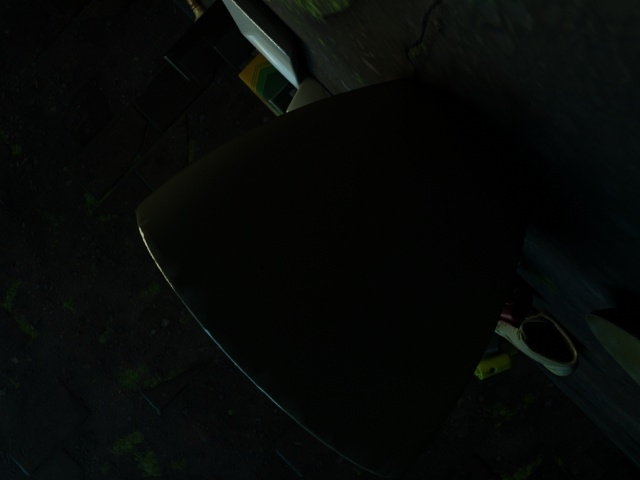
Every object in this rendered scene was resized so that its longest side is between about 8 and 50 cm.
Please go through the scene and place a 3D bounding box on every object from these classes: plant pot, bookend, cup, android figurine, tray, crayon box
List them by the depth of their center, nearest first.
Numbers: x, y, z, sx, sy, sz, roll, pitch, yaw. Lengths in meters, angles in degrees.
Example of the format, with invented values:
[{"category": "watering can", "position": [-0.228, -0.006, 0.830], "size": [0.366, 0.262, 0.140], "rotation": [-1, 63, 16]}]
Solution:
[{"category": "plant pot", "position": [0.316, 0.134, 0.493], "size": [0.236, 0.032, 0.236], "rotation": [45, -175, -5]}, {"category": "cup", "position": [0.043, 0.000, 0.559], "size": [0.331, 0.237, 0.331], "rotation": [45, -177, -3]}, {"category": "tray", "position": [-0.079, -0.305, 0.934], "size": [0.145, 0.030, 0.270], "rotation": [46, -176, -2]}, {"category": "bookend", "position": [-0.191, -0.349, 1.136], "size": [0.072, 0.156, 0.157], "rotation": [42, -176, -42]}, {"category": "crayon box", "position": [-0.052, -0.275, 1.263], "size": [0.202, 0.081, 0.318], "rotation": [42, -175, -30]}, {"category": "android figurine", "position": [0.402, 0.261, 1.597], "size": [0.248, 0.272, 0.056], "rotation": [-131, 24, -66]}]

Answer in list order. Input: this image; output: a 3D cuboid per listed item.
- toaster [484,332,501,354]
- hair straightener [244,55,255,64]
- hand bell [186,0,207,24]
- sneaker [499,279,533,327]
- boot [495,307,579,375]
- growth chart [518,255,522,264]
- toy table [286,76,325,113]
[{"category": "toaster", "position": [0.358, 0.184, 1.513], "size": [0.168, 0.110, 0.186], "rotation": [-127, 27, -57]}, {"category": "hair straightener", "position": [-0.206, -0.500, 1.754], "size": [0.089, 0.047, 0.230], "rotation": [45, -176, 3]}, {"category": "hand bell", "position": [-0.255, -0.484, 1.252], "size": [0.242, 0.126, 0.126], "rotation": [57, 180, -17]}, {"category": "sneaker", "position": [0.228, 0.088, 0.955], "size": [0.128, 0.221, 0.087], "rotation": [-152, 53, -65]}, {"category": "boot", "position": [0.357, 0.149, 1.085], "size": [0.213, 0.077, 0.165], "rotation": [41, -178, 26]}, {"category": "growth chart", "position": [0.162, -0.060, 0.820], "size": [0.237, 0.021, 0.172], "rotation": [44, -177, -3]}, {"category": "toy table", "position": [-0.015, -0.118, 1.013], "size": [0.160, 0.252, 0.274], "rotation": [29, 170, -1]}]
